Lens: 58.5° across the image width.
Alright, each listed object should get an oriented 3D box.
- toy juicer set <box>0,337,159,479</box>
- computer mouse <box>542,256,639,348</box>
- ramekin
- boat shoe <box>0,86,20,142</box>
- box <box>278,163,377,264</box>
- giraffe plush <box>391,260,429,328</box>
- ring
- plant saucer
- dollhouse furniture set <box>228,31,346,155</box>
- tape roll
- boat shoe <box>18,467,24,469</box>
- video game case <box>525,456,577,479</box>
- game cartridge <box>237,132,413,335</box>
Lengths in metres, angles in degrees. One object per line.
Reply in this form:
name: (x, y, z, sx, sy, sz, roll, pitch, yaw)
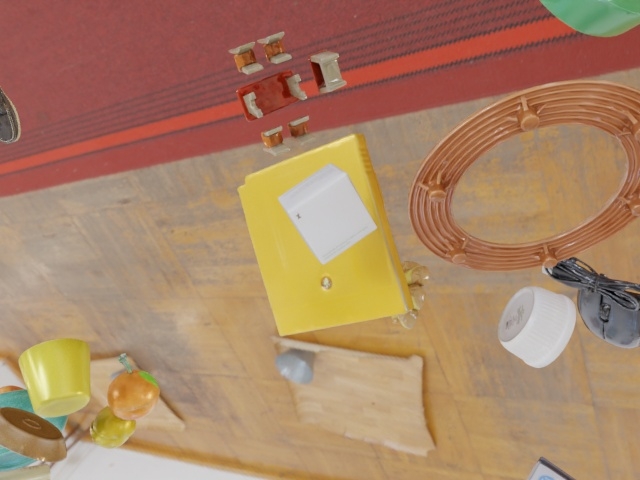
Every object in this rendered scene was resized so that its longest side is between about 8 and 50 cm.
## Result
toy juicer set: (-0.340, 0.222, 0.691, 0.328, 0.090, 0.209, -35, 150, 17)
computer mouse: (0.511, 0.130, 1.023, 0.188, 0.072, 0.272, 26, 171, 46)
ramekin: (0.561, 0.219, 1.508, 0.108, 0.207, 0.207, 26, 137, -5)
boat shoe: (-0.506, -0.216, 0.865, 0.056, 0.049, 0.152, -13, 118, -1)
box: (0.009, -0.041, 0.843, 0.102, 0.101, 0.087, 57, 177, -21)
giraffe plush: (0.164, 0.124, 1.504, 0.170, 0.182, 0.210, 17, 167, -12)
ring: (0.280, -0.056, 0.735, 0.336, 0.032, 0.337, -2, 139, -2)
plant saucer: (-0.261, 0.169, 0.510, 0.083, 0.015, 0.083, 28, 168, 6)
dollhouse furniture set: (-0.079, -0.377, 1.410, 0.135, 0.259, 0.262, 32, 144, 61)
tape roll: (0.436, -0.487, 0.901, 0.321, 0.321, 0.077, 46, 156, -11)
boat shoe: (-0.774, 0.588, 1.084, 0.499, 0.187, 0.156, -15, 112, -10)
video game case: (0.299, 0.390, 0.578, 0.274, 0.248, 0.035, 32, 130, 26)
game cartridge: (0.000, 0.000, 1.062, 0.285, 0.052, 0.324, -15, 90, 32)
